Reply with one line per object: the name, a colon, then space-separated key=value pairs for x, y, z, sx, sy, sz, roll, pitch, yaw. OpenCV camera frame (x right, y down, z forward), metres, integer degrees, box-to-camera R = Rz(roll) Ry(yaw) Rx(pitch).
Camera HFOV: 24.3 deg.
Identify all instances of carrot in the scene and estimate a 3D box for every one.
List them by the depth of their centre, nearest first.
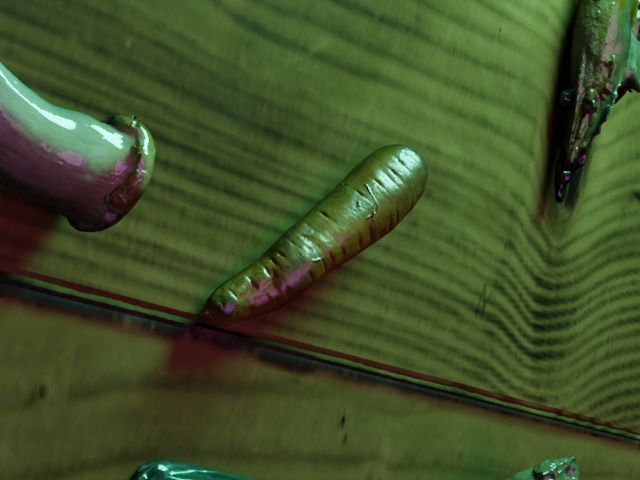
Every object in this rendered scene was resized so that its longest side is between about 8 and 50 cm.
carrot: x=0.000 y=0.000 z=1.143 sx=0.248 sy=0.059 sz=0.059 roll=-39 pitch=122 yaw=-34

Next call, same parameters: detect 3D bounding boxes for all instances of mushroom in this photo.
mushroom: x=-0.191 y=-0.076 z=0.911 sx=0.209 sy=0.084 sz=0.071 roll=35 pitch=49 yaw=-41

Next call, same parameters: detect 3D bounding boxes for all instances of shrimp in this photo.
shrimp: x=0.280 y=-0.157 z=1.413 sx=0.117 sy=0.066 sz=0.262 roll=13 pitch=87 yaw=-47

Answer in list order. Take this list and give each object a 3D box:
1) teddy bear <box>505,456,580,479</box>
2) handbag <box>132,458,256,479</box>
teddy bear: x=0.135 y=0.277 z=1.280 sx=0.129 sy=0.182 sz=0.251 roll=47 pitch=55 yaw=2
handbag: x=-0.075 y=0.339 z=1.084 sx=0.238 sy=0.089 sz=0.326 roll=24 pitch=78 yaw=-48
